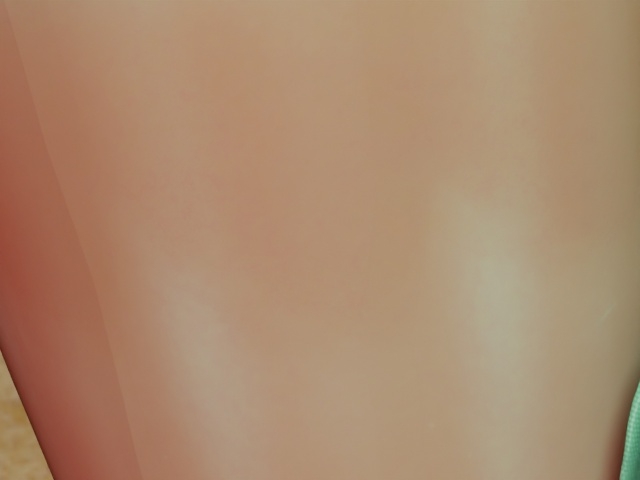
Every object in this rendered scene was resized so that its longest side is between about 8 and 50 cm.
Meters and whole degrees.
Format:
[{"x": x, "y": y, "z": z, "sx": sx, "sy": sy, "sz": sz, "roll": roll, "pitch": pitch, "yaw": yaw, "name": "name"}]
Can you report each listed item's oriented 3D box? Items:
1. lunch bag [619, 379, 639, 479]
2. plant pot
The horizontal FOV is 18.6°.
[{"x": 0.170, "y": 0.151, "z": 0.600, "sx": 0.169, "sy": 0.287, "sz": 0.235, "roll": 3, "pitch": 105, "yaw": 1, "name": "lunch bag"}, {"x": 0.000, "y": 0.000, "z": 0.684, "sx": 0.275, "sy": 0.275, "sz": 0.243, "roll": -8, "pitch": 97, "yaw": 11, "name": "plant pot"}]
